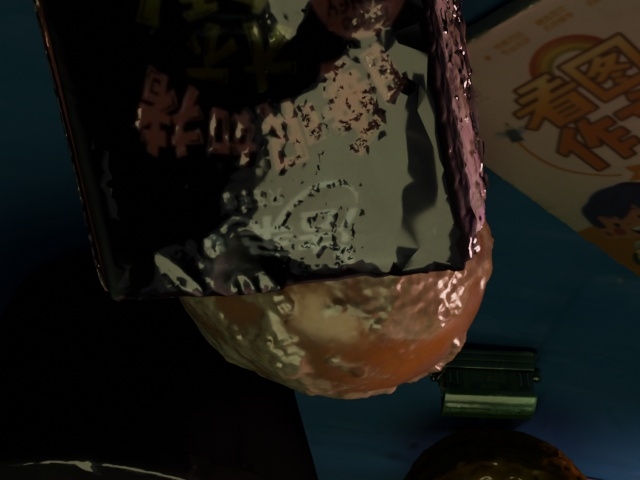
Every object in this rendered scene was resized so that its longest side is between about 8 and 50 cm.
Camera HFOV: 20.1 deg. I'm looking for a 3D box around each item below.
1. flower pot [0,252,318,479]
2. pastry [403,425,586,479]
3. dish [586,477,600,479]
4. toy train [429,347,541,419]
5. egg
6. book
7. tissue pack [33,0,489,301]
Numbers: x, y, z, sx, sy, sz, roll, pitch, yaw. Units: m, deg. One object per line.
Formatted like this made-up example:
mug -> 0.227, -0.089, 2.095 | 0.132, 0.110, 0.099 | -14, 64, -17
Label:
flower pot -> -0.157, 0.159, 1.410 | 0.379, 0.251, 0.379 | 3, 146, 2
pastry -> 0.157, 0.259, 1.584 | 0.189, 0.103, 0.188 | 2, 107, 7
dish -> 0.221, 0.311, 1.719 | 0.213, 0.090, 0.213 | 2, 144, 1
toy train -> 0.136, 0.118, 1.490 | 0.093, 0.056, 0.038 | 3, 140, -4
egg -> 0.000, 0.000, 1.224 | 0.245, 0.203, 0.203 | 27, 140, -10
book -> 0.217, -0.079, 1.246 | 0.295, 0.020, 0.208 | 32, 136, -32
tissue pack -> -0.044, -0.132, 1.031 | 0.245, 0.123, 0.332 | -5, 114, 14
